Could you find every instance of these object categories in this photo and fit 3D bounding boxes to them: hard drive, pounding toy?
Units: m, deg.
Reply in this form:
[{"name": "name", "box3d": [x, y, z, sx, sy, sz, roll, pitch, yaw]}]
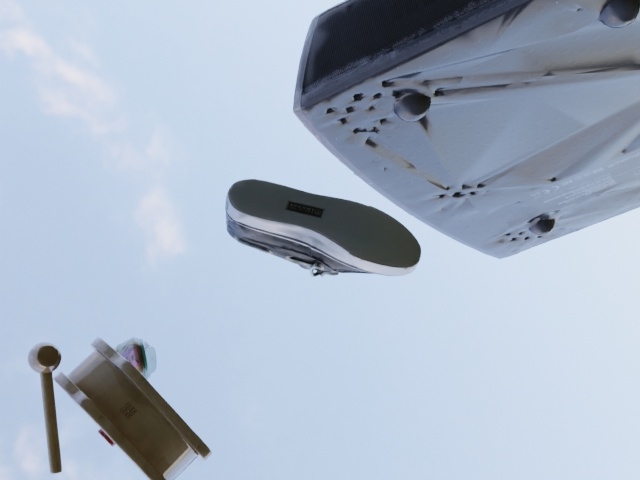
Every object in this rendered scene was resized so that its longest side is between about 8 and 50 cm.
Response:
[{"name": "hard drive", "box3d": [0.109, -0.064, 0.444, 0.255, 0.172, 0.054, 26, -135, -59]}, {"name": "pounding toy", "box3d": [-0.273, 0.226, 1.193, 0.155, 0.154, 0.269, -44, -73, -18]}]

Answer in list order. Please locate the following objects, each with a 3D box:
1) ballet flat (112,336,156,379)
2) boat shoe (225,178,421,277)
[{"name": "ballet flat", "box3d": [-0.294, 0.185, 1.464, 0.079, 0.221, 0.076, -6, -95, -7]}, {"name": "boat shoe", "box3d": [-0.002, 0.003, 1.471, 0.306, 0.105, 0.113, 14, -133, 4]}]
